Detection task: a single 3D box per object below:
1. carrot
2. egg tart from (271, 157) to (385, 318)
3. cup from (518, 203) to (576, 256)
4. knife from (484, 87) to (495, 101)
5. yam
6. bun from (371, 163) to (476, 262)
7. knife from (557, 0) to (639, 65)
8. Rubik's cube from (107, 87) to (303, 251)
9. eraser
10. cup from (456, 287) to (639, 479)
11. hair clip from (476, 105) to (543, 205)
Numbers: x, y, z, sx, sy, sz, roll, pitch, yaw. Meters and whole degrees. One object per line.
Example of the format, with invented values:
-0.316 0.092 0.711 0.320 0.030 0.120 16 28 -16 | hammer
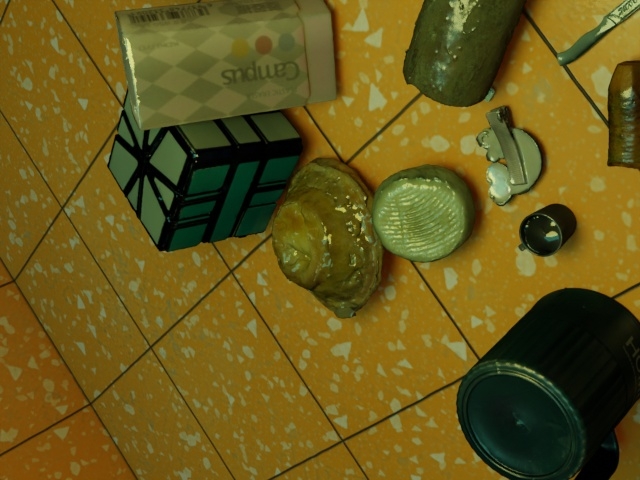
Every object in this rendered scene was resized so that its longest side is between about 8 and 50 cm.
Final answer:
0.480 -0.188 1.234 0.082 0.082 0.173 8 111 38 | carrot
0.001 -0.004 1.668 0.341 0.129 0.342 16 112 46 | egg tart
0.387 -0.015 1.393 0.100 0.077 0.078 -40 81 43 | cup
0.269 -0.282 1.424 0.096 0.010 0.027 45 130 20 | knife
0.242 -0.366 1.308 0.161 0.161 0.268 34 126 25 | yam
0.196 -0.056 1.508 0.195 0.118 0.196 8 115 18 | bun
0.447 -0.338 1.241 0.210 0.015 0.028 -40 76 43 | knife
-0.247 -0.180 1.697 0.294 0.283 0.288 53 135 25 | Rubik's cube
-0.170 -0.345 1.520 0.082 0.396 0.213 -142 43 -64 | eraser
0.392 0.272 1.370 0.242 0.292 0.308 23 121 32 | cup
0.330 -0.149 1.406 0.116 0.049 0.172 -8 106 47 | hair clip
